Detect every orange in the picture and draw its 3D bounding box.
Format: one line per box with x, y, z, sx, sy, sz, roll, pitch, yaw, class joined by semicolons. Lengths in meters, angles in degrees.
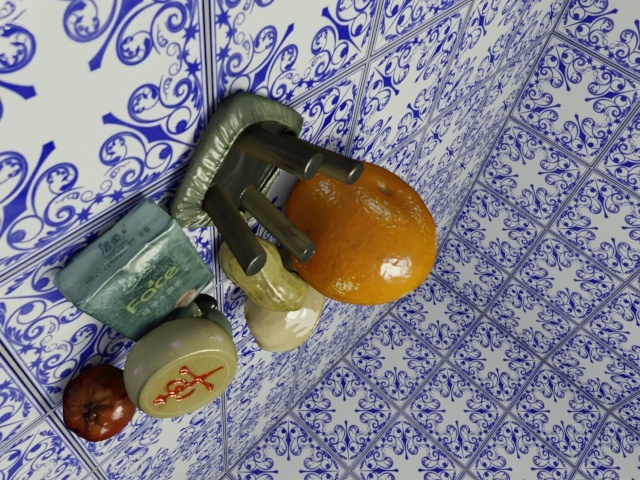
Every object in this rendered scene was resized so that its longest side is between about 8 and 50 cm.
0.100;-0.014;1.467;0.423;0.424;0.326;-24;153;-52;orange

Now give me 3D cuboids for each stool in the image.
-0.105;-0.110;1.131;0.311;0.226;0.310;-60;159;17;stool

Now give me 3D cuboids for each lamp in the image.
-0.318;0.234;1.364;0.197;0.197;0.244;-40;149;-28;lamp

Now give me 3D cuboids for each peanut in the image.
-0.141;0.089;1.420;0.147;0.147;0.306;-47;124;-11;peanut

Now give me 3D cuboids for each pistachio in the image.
-0.107;0.175;1.632;0.229;0.237;0.322;51;58;-76;pistachio

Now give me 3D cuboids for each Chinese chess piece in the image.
-0.304;0.284;1.210;0.250;0.097;0.251;-21;139;-19;Chinese chess piece

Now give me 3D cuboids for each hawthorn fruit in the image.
-0.496;0.360;1.246;0.174;0.173;0.179;-62;-176;30;hawthorn fruit

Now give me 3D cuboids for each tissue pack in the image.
-0.353;0.075;1.099;0.228;0.103;0.316;-46;161;-14;tissue pack

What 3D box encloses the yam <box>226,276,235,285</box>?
-0.199;0.060;1.489;0.132;0.054;0.054;-45;160;-18;yam
